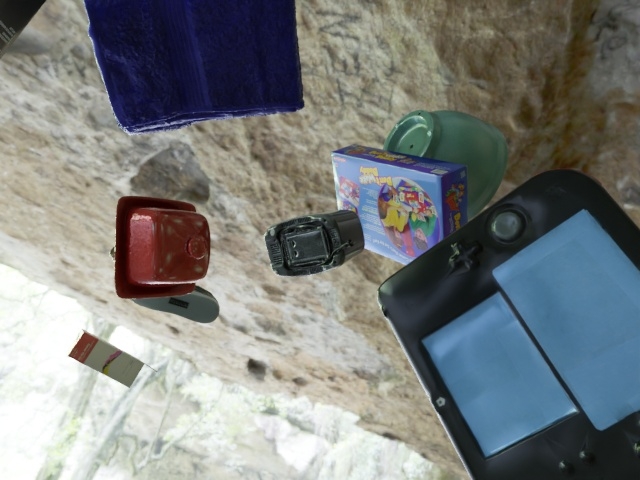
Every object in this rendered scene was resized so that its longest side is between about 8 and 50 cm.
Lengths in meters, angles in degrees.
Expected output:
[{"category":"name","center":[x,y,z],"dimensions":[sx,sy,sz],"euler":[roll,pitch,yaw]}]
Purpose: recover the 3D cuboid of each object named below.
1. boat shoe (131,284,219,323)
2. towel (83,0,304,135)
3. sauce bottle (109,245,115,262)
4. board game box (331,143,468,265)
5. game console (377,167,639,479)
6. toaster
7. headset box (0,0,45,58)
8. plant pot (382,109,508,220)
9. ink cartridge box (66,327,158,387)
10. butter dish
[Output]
[{"category":"boat shoe","center":[-0.436,0.142,1.555],"dimensions":[0.306,0.113,0.105],"euler":[20,12,-19]},{"category":"towel","center":[-0.179,-0.276,0.817],"dimensions":[0.308,0.076,0.228],"euler":[-10,-48,-5]},{"category":"sauce bottle","center":[-0.390,0.063,1.117],"dimensions":[0.042,0.042,0.128],"euler":[1,-45,23]},{"category":"board game box","center":[0.171,-0.076,1.214],"dimensions":[0.347,0.078,0.233],"euler":[24,-51,49]},{"category":"game console","center":[0.283,0.131,0.678],"dimensions":[0.342,0.387,0.060],"euler":[-35,-30,16]},{"category":"toaster","center":[0.000,0.000,1.182],"dimensions":[0.226,0.129,0.146],"euler":[-13,4,31]},{"category":"headset box","center":[-0.392,-0.245,0.492],"dimensions":[0.131,0.283,0.246],"euler":[35,-8,-11]},{"category":"plant pot","center":[0.275,-0.199,1.316],"dimensions":[0.196,0.293,0.293],"euler":[23,-27,-30]},{"category":"ink cartridge box","center":[-0.492,0.287,1.268],"dimensions":[0.198,0.067,0.115],"euler":[35,-19,-19]},{"category":"butter dish","center":[-0.226,0.011,0.836],"dimensions":[0.118,0.160,0.160],"euler":[-2,-3,36]}]
